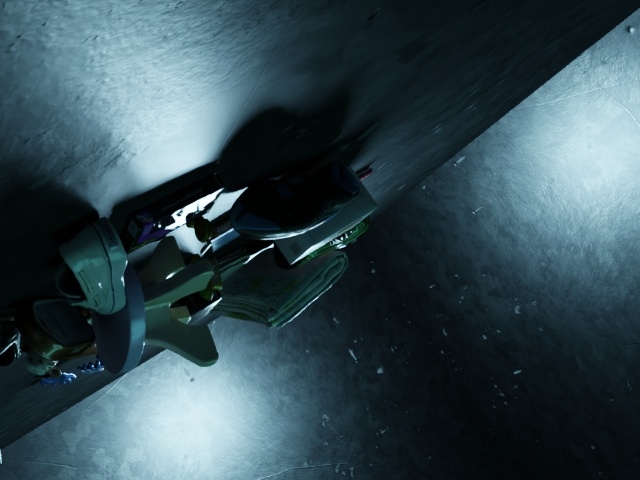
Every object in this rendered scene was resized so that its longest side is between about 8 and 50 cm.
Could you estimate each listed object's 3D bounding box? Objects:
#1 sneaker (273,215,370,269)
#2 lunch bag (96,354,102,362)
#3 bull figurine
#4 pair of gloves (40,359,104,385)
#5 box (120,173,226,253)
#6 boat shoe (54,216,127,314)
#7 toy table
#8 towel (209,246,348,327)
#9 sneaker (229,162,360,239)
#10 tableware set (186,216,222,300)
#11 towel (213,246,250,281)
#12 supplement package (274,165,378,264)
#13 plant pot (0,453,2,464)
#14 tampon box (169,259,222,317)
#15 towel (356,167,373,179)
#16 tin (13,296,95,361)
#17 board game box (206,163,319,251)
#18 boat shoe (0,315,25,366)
[{"bbox_3d":[0.000,0.000,2.141,0.343,0.134,0.146,-23,161,33],"label":"sneaker"},{"bbox_3d":[-0.606,0.323,2.110,0.098,0.065,0.067,-31,155,-55],"label":"lunch bag"},{"bbox_3d":[-0.451,0.175,1.438,0.188,0.101,0.310,-36,175,10],"label":"bull figurine"},{"bbox_3d":[-0.680,0.370,2.016,0.198,0.023,0.159,-12,166,-13],"label":"pair of gloves"},{"bbox_3d":[-0.234,-0.041,1.149,0.162,0.029,0.116,-33,175,-30],"label":"box"},{"bbox_3d":[-0.336,0.055,1.049,0.088,0.096,0.267,-27,172,-26],"label":"boat shoe"},{"bbox_3d":[-0.293,0.118,1.267,0.160,0.252,0.274,-12,167,-30],"label":"toy table"},{"bbox_3d":[-0.141,0.126,2.229,0.320,0.090,0.374,7,-148,39],"label":"towel"},{"bbox_3d":[-0.058,-0.052,1.466,0.340,0.125,0.140,-19,159,-47],"label":"sneaker"},{"bbox_3d":[-0.205,0.023,1.282,0.024,0.154,0.104,-6,157,-36],"label":"tableware set"},{"bbox_3d":[-0.329,0.121,2.050,0.282,0.049,0.187,-37,174,40],"label":"towel"},{"bbox_3d":[0.002,-0.066,1.861,0.244,0.134,0.139,-31,175,-34],"label":"supplement package"},{"bbox_3d":[-0.801,0.458,1.546,0.187,0.167,0.188,-35,174,9],"label":"plant pot"},{"bbox_3d":[-0.328,0.134,1.745,0.101,0.120,0.161,-30,175,-31],"label":"tampon box"},{"bbox_3d":[0.033,-0.119,2.186,0.199,0.031,0.275,-32,175,-29],"label":"towel"},{"bbox_3d":[-0.435,0.142,1.198,0.040,0.106,0.189,-41,176,2],"label":"tin"},{"bbox_3d":[-0.128,-0.069,1.602,0.281,0.027,0.145,-33,176,-12],"label":"board game box"},{"bbox_3d":[-0.503,0.163,1.118,0.084,0.079,0.233,-34,177,-11],"label":"boat shoe"}]
